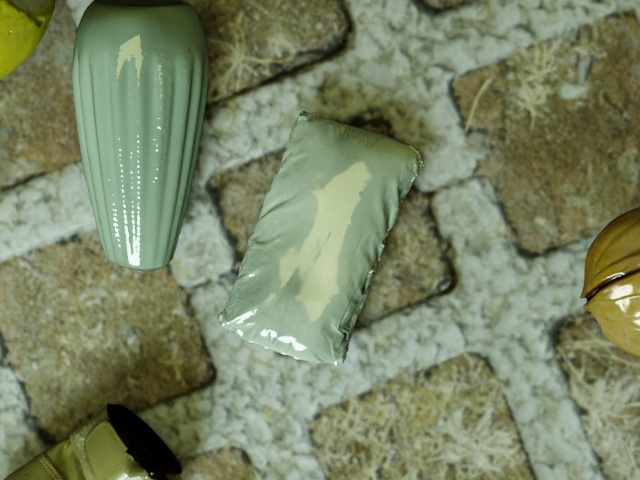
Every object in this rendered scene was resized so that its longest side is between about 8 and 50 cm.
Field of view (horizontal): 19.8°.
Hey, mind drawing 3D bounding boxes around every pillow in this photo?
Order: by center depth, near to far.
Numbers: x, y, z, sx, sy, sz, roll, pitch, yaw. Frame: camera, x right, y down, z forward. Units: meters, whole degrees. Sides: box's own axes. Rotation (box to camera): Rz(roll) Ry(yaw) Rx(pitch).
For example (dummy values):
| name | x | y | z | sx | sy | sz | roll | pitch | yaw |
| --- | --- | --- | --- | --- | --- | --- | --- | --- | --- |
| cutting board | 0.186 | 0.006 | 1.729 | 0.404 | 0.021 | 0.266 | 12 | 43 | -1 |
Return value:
| name | x | y | z | sx | sy | sz | roll | pitch | yaw |
| --- | --- | --- | --- | --- | --- | --- | --- | --- | --- |
| pillow | 0.000 | 0.000 | 1.715 | 0.128 | 0.051 | 0.229 | 22 | 94 | 2 |

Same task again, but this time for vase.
| name | x | y | z | sx | sy | sz | roll | pitch | yaw |
| --- | --- | --- | --- | --- | --- | --- | --- | --- | --- |
| vase | -0.168 | -0.098 | 1.696 | 0.128 | 0.128 | 0.248 | 3 | 103 | 6 |

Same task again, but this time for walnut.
| name | x | y | z | sx | sy | sz | roll | pitch | yaw |
| --- | --- | --- | --- | --- | --- | --- | --- | --- | --- |
| walnut | 0.320 | 0.035 | 1.638 | 0.180 | 0.144 | 0.144 | -8 | 93 | 3 |

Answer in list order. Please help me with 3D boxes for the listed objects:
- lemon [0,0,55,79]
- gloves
| name | x | y | z | sx | sy | sz | roll | pitch | yaw |
| --- | --- | --- | --- | --- | --- | --- | --- | --- | --- |
| lemon | -0.376 | -0.238 | 1.657 | 0.219 | 0.240 | 0.240 | -25 | 90 | 20 |
| gloves | -0.268 | 0.306 | 1.723 | 0.331 | 0.141 | 0.154 | -47 | 113 | -3 |
